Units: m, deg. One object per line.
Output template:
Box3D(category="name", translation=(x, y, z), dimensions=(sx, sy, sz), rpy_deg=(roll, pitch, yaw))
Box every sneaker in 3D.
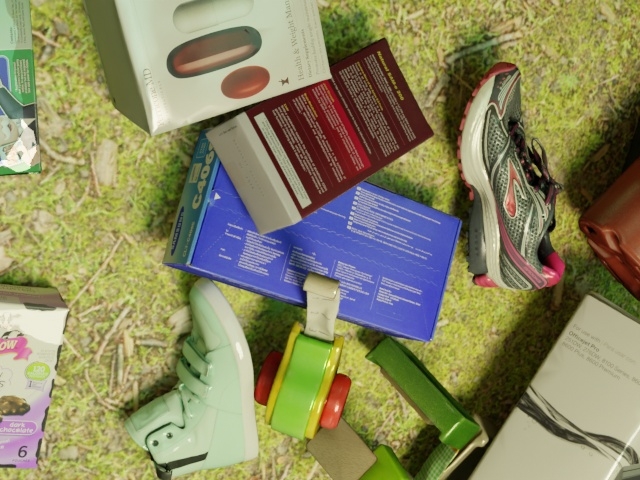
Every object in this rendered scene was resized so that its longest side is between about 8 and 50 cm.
Box3D(category="sneaker", translation=(-0.162, 0.174, 1.199), dimensions=(0.151, 0.094, 0.255), rpy_deg=(-15, 114, -21))
Box3D(category="sneaker", translation=(0.247, -0.080, 1.273), dimensions=(0.121, 0.112, 0.299), rpy_deg=(-41, 128, -50))

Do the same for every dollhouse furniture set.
Box3D(category="dollhouse furniture set", translation=(0.120, 0.282, 1.395), dimensions=(0.197, 0.151, 0.301), rpy_deg=(-46, 150, 3))

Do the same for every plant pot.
Box3D(category="plant pot", translation=(0.505, -0.038, 1.325), dimensions=(0.265, 0.272, 0.272), rpy_deg=(-41, 121, 2))

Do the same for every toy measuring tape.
Box3D(category="toy measuring tape", translation=(-0.019, 0.155, 1.175), dimensions=(0.121, 0.121, 0.330), rpy_deg=(-25, 156, -16))

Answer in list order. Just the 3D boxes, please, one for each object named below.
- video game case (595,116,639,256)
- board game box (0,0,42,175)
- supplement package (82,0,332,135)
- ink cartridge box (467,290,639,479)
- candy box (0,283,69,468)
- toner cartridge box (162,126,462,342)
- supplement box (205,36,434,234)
Box3D(category="video game case", translation=(0.546, -0.087, 1.484), dimensions=(0.248, 0.035, 0.274), rpy_deg=(7, 105, -28))
Box3D(category="board game box", translation=(-0.390, -0.212, 0.974), dimensions=(0.214, 0.046, 0.317), rpy_deg=(-7, 111, -23))
Box3D(category="supplement package", translation=(-0.124, -0.239, 1.033), dimensions=(0.203, 0.149, 0.194), rpy_deg=(-22, 117, -19))
Box3D(category="ink cartridge box", translation=(0.375, 0.299, 1.417), dimensions=(0.394, 0.166, 0.285), rpy_deg=(-59, 145, 3))
Box3D(category="candy box", translation=(-0.377, 0.144, 1.097), dimensions=(0.165, 0.070, 0.196), rpy_deg=(8, 104, -28))
Box3D(category="toner cartridge box", translation=(0.000, 0.000, 1.201), dimensions=(0.348, 0.075, 0.165), rpy_deg=(20, 79, -30))
Box3D(category="supplement box", translation=(0.005, -0.119, 1.120), dimensions=(0.239, 0.073, 0.130), rpy_deg=(-33, 99, -35))
